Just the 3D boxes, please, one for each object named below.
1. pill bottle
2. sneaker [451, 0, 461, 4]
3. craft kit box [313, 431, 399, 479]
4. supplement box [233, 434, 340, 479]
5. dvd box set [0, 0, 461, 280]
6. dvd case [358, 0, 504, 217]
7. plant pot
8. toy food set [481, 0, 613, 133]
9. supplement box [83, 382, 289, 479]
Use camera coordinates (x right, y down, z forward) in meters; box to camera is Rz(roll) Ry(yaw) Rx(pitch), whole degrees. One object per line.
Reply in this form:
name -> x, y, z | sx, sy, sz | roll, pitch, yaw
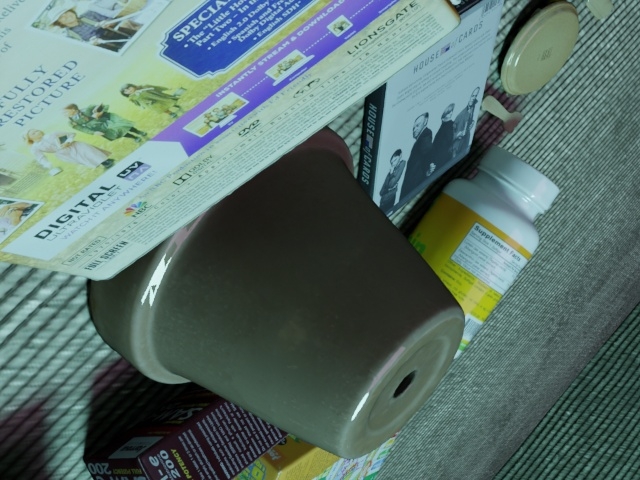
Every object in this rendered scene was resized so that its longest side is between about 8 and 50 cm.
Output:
pill bottle -> 0.180, 0.010, 1.155 | 0.245, 0.136, 0.136 | -55, 155, 3
sneaker -> 0.118, -0.233, 0.754 | 0.232, 0.115, 0.090 | -49, 155, -8
craft kit box -> 0.023, 0.340, 1.414 | 0.247, 0.061, 0.249 | -16, 136, -49
supplement box -> -0.010, 0.249, 1.209 | 0.233, 0.078, 0.080 | -26, 144, -45
dvd box set -> -0.129, -0.106, 0.438 | 0.308, 0.062, 0.420 | -35, 159, 16
dvd case -> 0.110, -0.137, 0.969 | 0.179, 0.029, 0.238 | -38, 151, -29
plant pot -> -0.017, 0.052, 0.764 | 0.263, 0.229, 0.263 | -39, 152, -26
toy food set -> 0.252, -0.226, 1.100 | 0.192, 0.038, 0.132 | -52, 149, 11
supplement box -> -0.092, 0.171, 0.903 | 0.239, 0.073, 0.130 | -34, -172, -36
